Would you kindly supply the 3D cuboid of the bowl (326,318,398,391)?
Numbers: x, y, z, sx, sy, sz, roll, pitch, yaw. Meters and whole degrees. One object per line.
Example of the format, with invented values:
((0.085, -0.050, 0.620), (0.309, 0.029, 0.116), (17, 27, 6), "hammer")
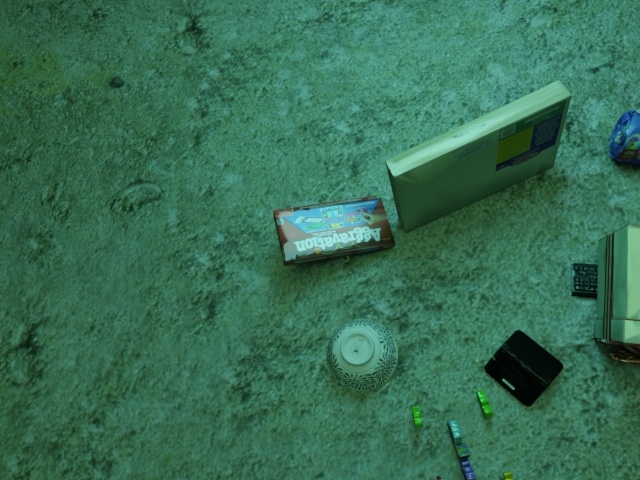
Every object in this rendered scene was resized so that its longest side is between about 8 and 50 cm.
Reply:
((0.090, 0.254, 1.229), (0.169, 0.080, 0.170), (-4, 68, 11), "bowl")

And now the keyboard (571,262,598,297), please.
((0.653, 0.105, 1.187), (0.180, 0.023, 0.108), (4, 69, 16), "keyboard")

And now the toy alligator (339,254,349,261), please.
((0.000, 0.000, 1.375), (0.189, 0.056, 0.051), (27, 33, 15), "toy alligator")

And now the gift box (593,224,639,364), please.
((0.666, 0.113, 1.030), (0.254, 0.276, 0.259), (2, 84, 20), "gift box")

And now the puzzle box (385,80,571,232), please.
((0.358, -0.177, 1.238), (0.408, 0.272, 0.052), (-24, 60, 2), "puzzle box")

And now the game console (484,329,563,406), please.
((0.442, 0.277, 1.173), (0.122, 0.071, 0.107), (41, 112, 25), "game console")

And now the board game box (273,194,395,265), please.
((0.034, -0.028, 1.338), (0.280, 0.027, 0.145), (-9, 66, -12), "board game box")

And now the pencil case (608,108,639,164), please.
((0.828, -0.229, 1.224), (0.305, 0.133, 0.119), (9, 46, 16), "pencil case")

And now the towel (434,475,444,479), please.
((0.304, 0.659, 1.035), (0.328, 0.037, 0.237), (32, 78, 23), "towel")

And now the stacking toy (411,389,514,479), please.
((0.292, 0.436, 1.116), (0.166, 0.052, 0.221), (-11, 54, 1), "stacking toy")
